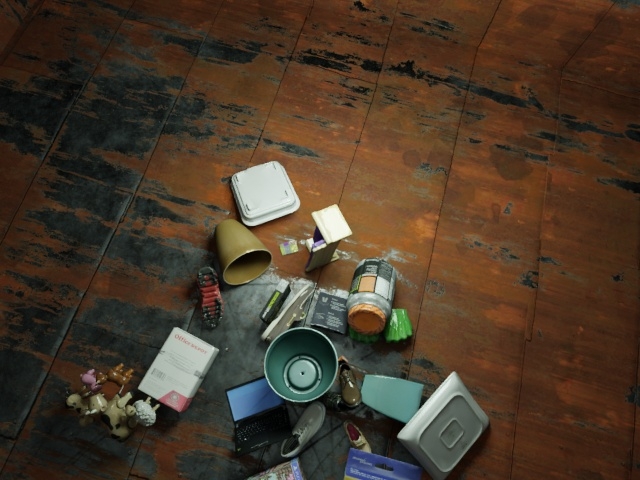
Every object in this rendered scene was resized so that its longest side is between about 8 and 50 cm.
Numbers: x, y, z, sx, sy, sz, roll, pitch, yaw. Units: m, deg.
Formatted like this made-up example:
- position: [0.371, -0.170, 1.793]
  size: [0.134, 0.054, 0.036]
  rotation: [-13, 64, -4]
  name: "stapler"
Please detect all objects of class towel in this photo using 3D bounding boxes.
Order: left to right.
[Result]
- position: [-0.151, 0.036, 1.996]
  size: [0.083, 0.009, 0.060]
  rotation: [-16, 74, -6]
  name: "towel"

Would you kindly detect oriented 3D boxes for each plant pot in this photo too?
- position: [-0.380, 0.029, 1.896]
  size: [0.237, 0.237, 0.254]
  rotation: [-28, 61, -10]
  name: "plant pot"
- position: [-0.078, 0.534, 1.726]
  size: [0.293, 0.196, 0.293]
  rotation: [0, 59, 0]
  name: "plant pot"
- position: [0.283, 0.649, 1.733]
  size: [0.234, 0.165, 0.165]
  rotation: [16, 72, 7]
  name: "plant pot"

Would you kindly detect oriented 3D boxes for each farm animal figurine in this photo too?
- position: [-0.854, 0.665, 1.647]
  size: [0.330, 0.172, 0.326]
  rotation: [-35, 97, 26]
  name: "farm animal figurine"

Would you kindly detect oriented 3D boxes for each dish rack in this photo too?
- position: [-0.278, -0.246, 2.008]
  size: [0.286, 0.072, 0.332]
  rotation: [-21, 57, -7]
  name: "dish rack"

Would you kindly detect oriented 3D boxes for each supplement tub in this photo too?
- position: [0.218, 0.236, 1.780]
  size: [0.194, 0.193, 0.316]
  rotation: [18, 39, 4]
  name: "supplement tub"

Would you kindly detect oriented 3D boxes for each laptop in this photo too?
- position: [-0.259, 0.707, 1.709]
  size: [0.234, 0.264, 0.136]
  rotation: [-18, 110, -7]
  name: "laptop"

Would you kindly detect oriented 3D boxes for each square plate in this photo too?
- position: [0.514, 0.761, 1.665]
  size: [0.347, 0.049, 0.344]
  rotation: [-43, 112, -13]
  name: "square plate"

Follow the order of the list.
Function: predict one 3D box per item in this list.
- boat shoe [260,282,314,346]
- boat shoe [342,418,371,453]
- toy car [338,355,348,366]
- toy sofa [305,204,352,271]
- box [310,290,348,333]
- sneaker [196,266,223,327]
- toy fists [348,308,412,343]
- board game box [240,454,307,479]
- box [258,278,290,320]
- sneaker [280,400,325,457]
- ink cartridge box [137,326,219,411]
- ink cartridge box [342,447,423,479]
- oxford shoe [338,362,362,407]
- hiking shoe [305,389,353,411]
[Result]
- position: [-0.128, 0.336, 1.848]
  size: [0.097, 0.116, 0.324]
  rotation: [39, 79, 6]
  name: "boat shoe"
- position: [0.151, 0.826, 1.722]
  size: [0.063, 0.059, 0.170]
  rotation: [-35, 76, -12]
  name: "boat shoe"
- position: [0.063, 0.509, 1.827]
  size: [0.122, 0.060, 0.040]
  rotation: [29, 42, 1]
  name: "toy car"
- position: [0.000, 0.000, 1.829]
  size: [0.177, 0.362, 0.150]
  rotation: [-22, 75, -14]
  name: "toy sofa"
- position: [0.051, 0.325, 1.864]
  size: [0.156, 0.093, 0.158]
  rotation: [16, 73, 3]
  name: "box"
- position: [-0.499, 0.249, 1.875]
  size: [0.098, 0.135, 0.275]
  rotation: [-9, 96, -17]
  name: "sneaker"
- position: [0.266, 0.391, 1.850]
  size: [0.279, 0.096, 0.142]
  rotation: [-1, 60, -1]
  name: "toy fists"
- position: [-0.183, 1.018, 1.609]
  size: [0.291, 0.141, 0.232]
  rotation: [-19, 74, -7]
  name: "board game box"
- position: [-0.197, 0.274, 1.827]
  size: [0.045, 0.184, 0.190]
  rotation: [30, 75, 6]
  name: "box"
- position: [-0.069, 0.773, 1.680]
  size: [0.094, 0.091, 0.258]
  rotation: [32, 91, 20]
  name: "sneaker"
- position: [-0.592, 0.543, 1.764]
  size: [0.207, 0.117, 0.283]
  rotation: [26, 74, 7]
  name: "ink cartridge box"
- position: [0.226, 1.017, 1.627]
  size: [0.304, 0.072, 0.307]
  rotation: [13, 88, 5]
  name: "ink cartridge box"
- position: [0.110, 0.592, 1.706]
  size: [0.083, 0.227, 0.096]
  rotation: [-23, 111, 0]
  name: "oxford shoe"
- position: [0.047, 0.671, 1.741]
  size: [0.227, 0.114, 0.086]
  rotation: [1, 72, -1]
  name: "hiking shoe"
